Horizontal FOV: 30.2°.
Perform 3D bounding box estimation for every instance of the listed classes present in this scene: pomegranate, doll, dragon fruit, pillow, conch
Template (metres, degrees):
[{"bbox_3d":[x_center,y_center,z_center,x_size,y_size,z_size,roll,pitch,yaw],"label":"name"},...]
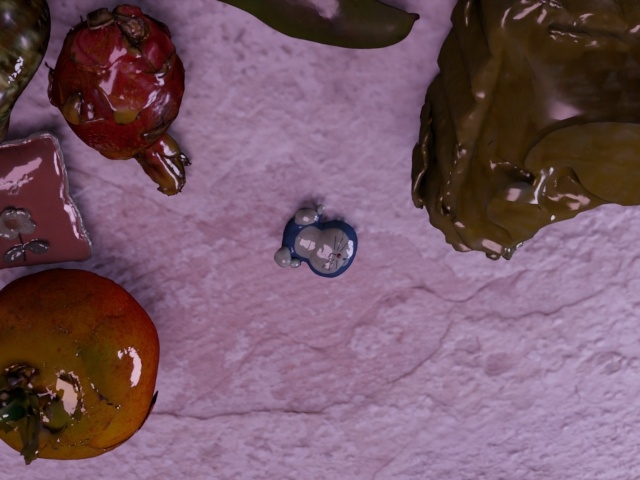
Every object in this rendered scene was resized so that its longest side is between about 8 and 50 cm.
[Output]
[{"bbox_3d":[-0.274,0.137,1.249,0.210,0.235,0.210,5,113,13],"label":"pomegranate"},{"bbox_3d":[0.000,0.000,1.253,0.083,0.050,0.076,23,105,-12],"label":"doll"},{"bbox_3d":[-0.178,-0.121,1.137,0.125,0.125,0.246,16,154,28],"label":"dragon fruit"},{"bbox_3d":[-0.337,-0.031,1.224,0.179,0.075,0.171,-7,127,5],"label":"pillow"},{"bbox_3d":[-0.332,-0.176,1.081,0.187,0.124,0.181,3,92,37],"label":"conch"}]

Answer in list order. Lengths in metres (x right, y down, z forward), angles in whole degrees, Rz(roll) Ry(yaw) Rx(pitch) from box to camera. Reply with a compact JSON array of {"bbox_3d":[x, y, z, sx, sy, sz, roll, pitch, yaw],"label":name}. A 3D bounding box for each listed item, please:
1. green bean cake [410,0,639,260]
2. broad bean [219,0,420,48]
[{"bbox_3d":[0.252,-0.102,1.079,0.310,0.202,0.285,9,128,-4],"label":"green bean cake"},{"bbox_3d":[-0.068,-0.232,1.083,0.325,0.067,0.075,11,95,-4],"label":"broad bean"}]
